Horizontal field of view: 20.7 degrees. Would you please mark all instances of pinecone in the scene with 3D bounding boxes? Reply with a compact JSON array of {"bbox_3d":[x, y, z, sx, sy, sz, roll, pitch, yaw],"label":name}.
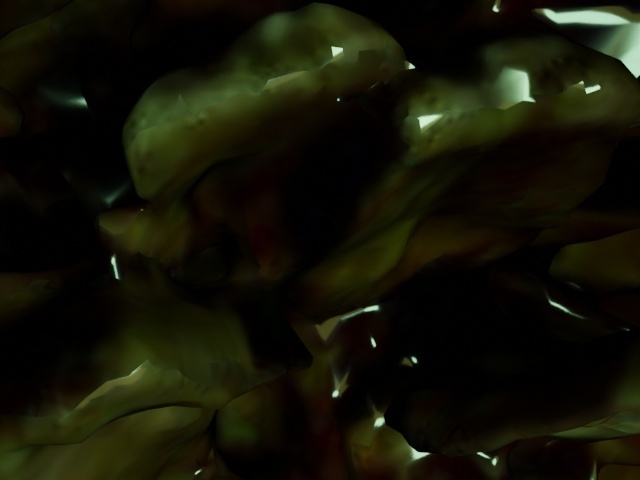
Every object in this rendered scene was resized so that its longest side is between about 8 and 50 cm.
[{"bbox_3d":[0.000,0.000,0.496,0.397,0.398,0.398,-9,122,-15],"label":"pinecone"}]
